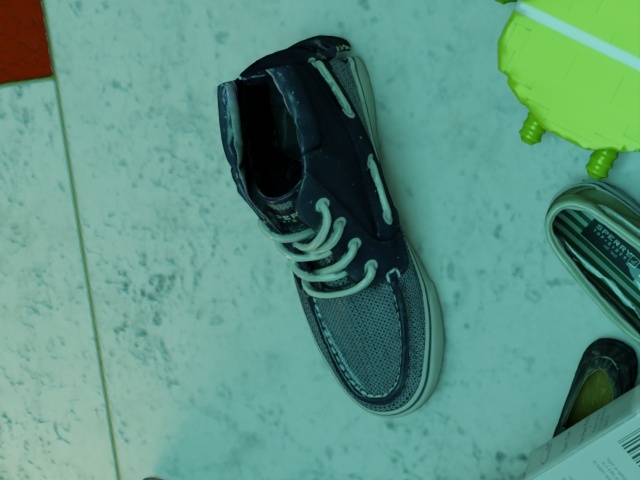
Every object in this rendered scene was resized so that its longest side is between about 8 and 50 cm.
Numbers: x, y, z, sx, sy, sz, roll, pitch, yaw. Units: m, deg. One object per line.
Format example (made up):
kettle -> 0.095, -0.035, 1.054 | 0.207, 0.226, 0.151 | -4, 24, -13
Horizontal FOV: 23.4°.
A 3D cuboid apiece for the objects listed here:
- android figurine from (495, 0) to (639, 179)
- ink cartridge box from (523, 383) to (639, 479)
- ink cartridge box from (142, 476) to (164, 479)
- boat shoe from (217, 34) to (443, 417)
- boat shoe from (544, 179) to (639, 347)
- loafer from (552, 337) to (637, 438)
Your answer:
android figurine -> 0.246, -0.182, 1.211 | 0.248, 0.056, 0.272 | 27, 107, 17
ink cartridge box -> 0.262, 0.291, 1.249 | 0.261, 0.066, 0.296 | -37, 97, 24
ink cartridge box -> -0.095, 0.388, 1.395 | 0.310, 0.272, 0.130 | 18, 133, 21
boat shoe -> 0.000, 0.000, 1.298 | 0.127, 0.158, 0.340 | -16, 92, 26
boat shoe -> 0.290, 0.071, 1.216 | 0.302, 0.094, 0.109 | 40, 113, 12
loafer -> 0.219, 0.167, 1.284 | 0.062, 0.061, 0.170 | 12, 105, 21
